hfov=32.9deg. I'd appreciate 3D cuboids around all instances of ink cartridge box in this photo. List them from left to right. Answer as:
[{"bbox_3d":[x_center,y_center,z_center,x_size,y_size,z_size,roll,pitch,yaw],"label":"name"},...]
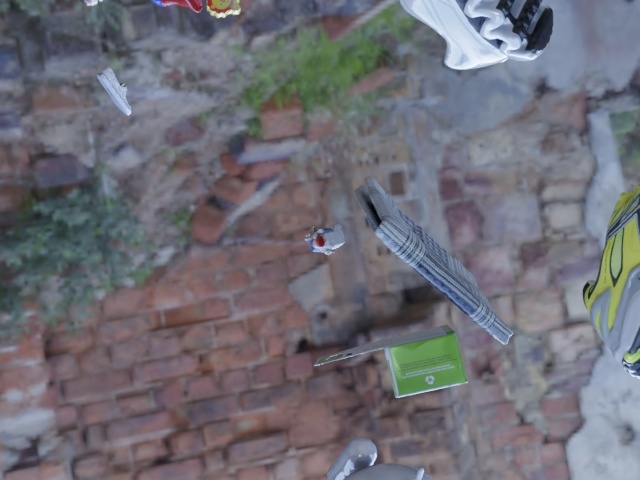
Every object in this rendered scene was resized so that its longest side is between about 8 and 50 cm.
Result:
[{"bbox_3d":[0.126,0.232,1.977,0.255,0.097,0.189,-14,178,2],"label":"ink cartridge box"}]

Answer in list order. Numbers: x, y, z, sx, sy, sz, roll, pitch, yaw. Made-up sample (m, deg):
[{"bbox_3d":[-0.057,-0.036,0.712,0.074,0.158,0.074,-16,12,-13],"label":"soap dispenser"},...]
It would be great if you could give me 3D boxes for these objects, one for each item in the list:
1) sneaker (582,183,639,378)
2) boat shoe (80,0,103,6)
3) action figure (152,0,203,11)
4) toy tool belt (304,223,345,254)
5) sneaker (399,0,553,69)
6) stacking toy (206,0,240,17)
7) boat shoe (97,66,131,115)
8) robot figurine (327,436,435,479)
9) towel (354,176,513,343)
[{"bbox_3d":[0.388,-0.043,1.170,0.145,0.385,0.147,11,-157,-32],"label":"sneaker"},{"bbox_3d":[-0.348,-0.471,1.610,0.095,0.257,0.095,-18,165,-9],"label":"boat shoe"},{"bbox_3d":[-0.247,-0.364,1.329,0.280,0.139,0.091,15,-130,41],"label":"action figure"},{"bbox_3d":[0.000,0.000,1.799,0.051,0.052,0.083,-8,-174,36],"label":"toy tool belt"},{"bbox_3d":[0.105,-0.284,1.052,0.118,0.292,0.110,-13,-149,47],"label":"sneaker"},{"bbox_3d":[-0.102,-0.421,1.416,0.052,0.221,0.167,16,167,-2],"label":"stacking toy"},{"bbox_3d":[-0.375,-0.279,2.016,0.035,0.100,0.035,-43,-147,-16],"label":"boat shoe"},{"bbox_3d":[0.067,0.421,1.445,0.200,0.300,0.353,-3,151,-25],"label":"robot figurine"},{"bbox_3d":[0.194,0.024,1.898,0.056,0.312,0.324,-48,-166,7],"label":"towel"}]
